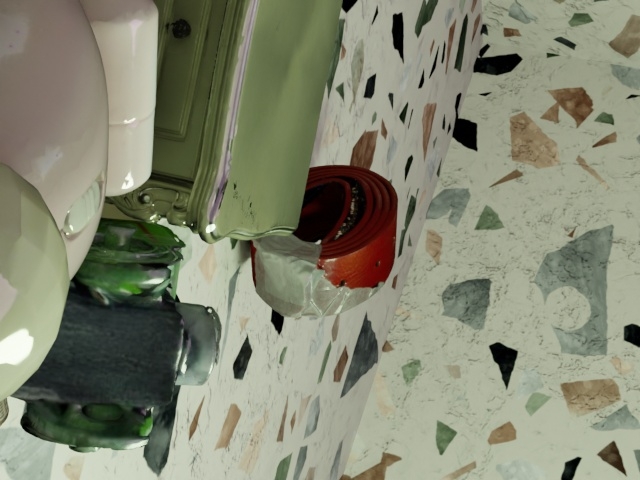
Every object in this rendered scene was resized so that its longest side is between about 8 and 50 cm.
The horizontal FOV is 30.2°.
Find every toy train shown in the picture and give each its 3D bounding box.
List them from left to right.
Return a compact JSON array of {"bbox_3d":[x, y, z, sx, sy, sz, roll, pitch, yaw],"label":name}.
[{"bbox_3d":[-0.242,0.053,0.920,0.249,0.307,0.173,-146,-117,-69],"label":"toy train"}]

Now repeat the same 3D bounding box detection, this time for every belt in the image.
[{"bbox_3d":[0.000,0.000,1.858,0.324,0.227,0.115,-55,150,-53],"label":"belt"}]

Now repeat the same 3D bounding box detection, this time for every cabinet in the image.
[{"bbox_3d":[-0.169,-0.174,0.950,0.227,0.318,0.290,-9,112,-75],"label":"cabinet"}]

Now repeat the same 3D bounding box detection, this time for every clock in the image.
[{"bbox_3d":[-0.273,-0.049,0.666,0.326,0.342,0.184,-68,162,-53],"label":"clock"}]

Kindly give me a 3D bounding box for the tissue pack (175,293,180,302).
[{"bbox_3d":[-0.230,0.137,1.406,0.103,0.090,0.170,77,28,-58],"label":"tissue pack"}]

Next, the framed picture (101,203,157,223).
[{"bbox_3d":[-0.239,-0.026,1.252,0.293,0.018,0.231,82,22,-56],"label":"framed picture"}]

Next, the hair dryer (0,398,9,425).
[{"bbox_3d":[-0.298,0.045,1.161,0.220,0.053,0.195,-59,156,-51],"label":"hair dryer"}]
